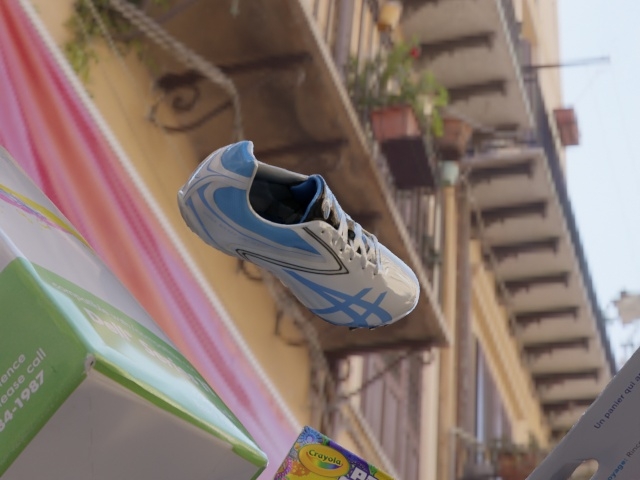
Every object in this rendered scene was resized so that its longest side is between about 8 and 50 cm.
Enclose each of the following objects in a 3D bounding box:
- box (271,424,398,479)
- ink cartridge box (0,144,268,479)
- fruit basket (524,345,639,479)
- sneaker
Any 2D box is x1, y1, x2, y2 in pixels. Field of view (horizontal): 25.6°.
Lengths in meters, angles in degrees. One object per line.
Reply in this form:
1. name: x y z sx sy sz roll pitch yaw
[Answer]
1. box: 0.039 0.396 1.617 0.290 0.177 0.279 31 -28 3
2. ink cartridge box: -0.205 0.052 0.640 0.207 0.353 0.119 -49 -43 3
3. fruit basket: 0.236 0.200 0.844 0.353 0.165 0.327 33 -80 -25
4. sneaker: 0.000 0.000 1.080 0.086 0.085 0.237 -34 -46 32
